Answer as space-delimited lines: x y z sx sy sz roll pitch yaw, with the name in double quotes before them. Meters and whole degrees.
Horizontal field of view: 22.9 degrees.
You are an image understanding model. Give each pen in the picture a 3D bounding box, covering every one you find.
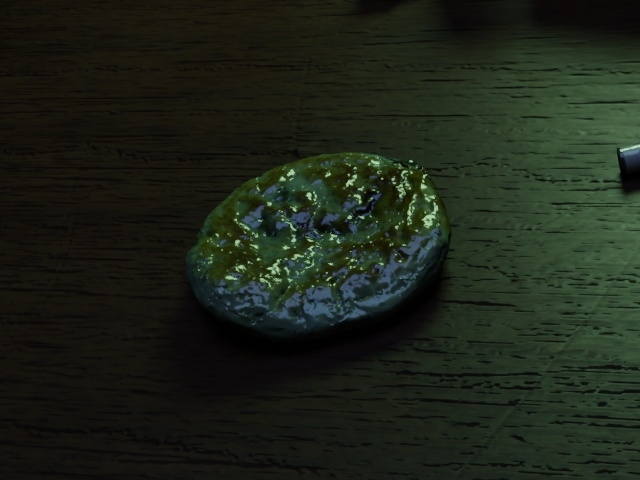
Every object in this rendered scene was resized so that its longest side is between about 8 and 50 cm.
"pen" 0.354 -0.093 1.356 0.204 0.025 0.025 -15 37 1

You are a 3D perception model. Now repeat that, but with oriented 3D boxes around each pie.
"pie" 0.000 0.000 1.345 0.241 0.054 0.240 -9 37 7
